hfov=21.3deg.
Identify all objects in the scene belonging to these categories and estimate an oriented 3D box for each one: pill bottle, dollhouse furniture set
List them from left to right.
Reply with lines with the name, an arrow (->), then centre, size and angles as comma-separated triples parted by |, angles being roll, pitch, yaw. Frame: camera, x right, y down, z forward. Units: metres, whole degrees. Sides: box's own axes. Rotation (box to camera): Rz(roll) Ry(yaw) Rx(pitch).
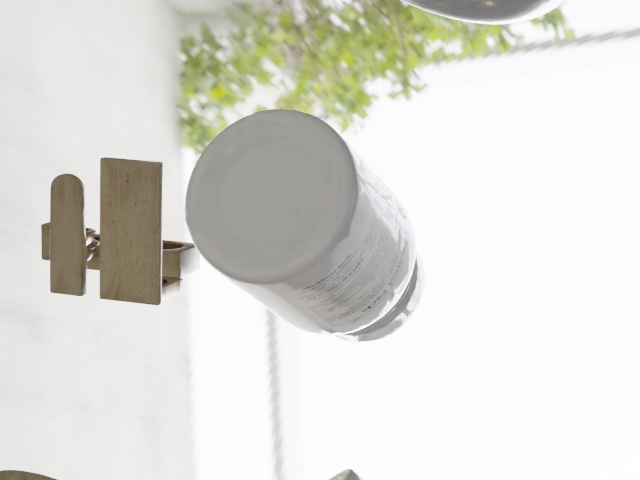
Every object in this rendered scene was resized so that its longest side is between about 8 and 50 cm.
dollhouse furniture set -> -0.177, -0.024, 1.529 | 0.144, 0.151, 0.123 | 6, -78, 20
pill bottle -> 0.000, 0.000, 1.285 | 0.131, 0.229, 0.131 | -7, -110, 18

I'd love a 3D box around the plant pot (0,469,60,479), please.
plant pot -> -0.265, 0.335, 1.377 | 0.257, 0.256, 0.274 | 9, -125, 17

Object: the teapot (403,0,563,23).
teapot -> 0.129, -0.315, 1.394 | 0.256, 0.252, 0.187 | 31, -50, 14

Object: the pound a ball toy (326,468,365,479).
pound a ball toy -> 0.029, 0.280, 1.073 | 0.319, 0.136, 0.208 | 45, -51, -5
